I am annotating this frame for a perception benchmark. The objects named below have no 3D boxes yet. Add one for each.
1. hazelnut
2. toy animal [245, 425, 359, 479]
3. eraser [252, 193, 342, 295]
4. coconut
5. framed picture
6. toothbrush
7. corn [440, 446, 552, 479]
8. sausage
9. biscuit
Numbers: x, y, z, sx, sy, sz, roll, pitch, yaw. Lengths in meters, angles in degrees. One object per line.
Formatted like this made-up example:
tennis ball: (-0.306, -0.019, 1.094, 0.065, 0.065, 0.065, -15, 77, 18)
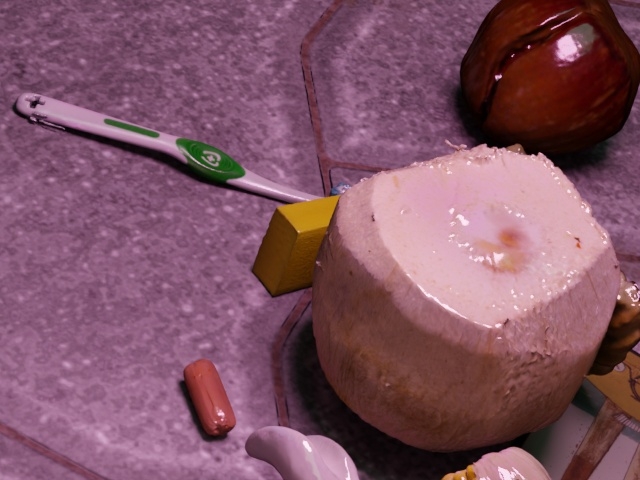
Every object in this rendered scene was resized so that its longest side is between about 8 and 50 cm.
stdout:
hazelnut: (0.272, -0.195, 2.317, 0.218, 0.218, 0.234, 20, 23, -4)
toy animal: (-0.011, 0.317, 1.661, 0.247, 0.183, 0.310, 29, 42, 6)
eraser: (0.000, 0.000, 2.052, 0.122, 0.097, 0.045, -14, 52, -34)
coconut: (0.132, 0.069, 1.923, 0.297, 0.254, 0.297, 8, 50, -9)
framed picture: (0.326, 0.238, 2.017, 0.244, 0.013, 0.324, 31, 42, 9)
toothbrush: (-0.133, -0.087, 2.135, 0.418, 0.040, 0.042, 16, 44, -1)
corn: (0.191, 0.335, 1.713, 0.122, 0.123, 0.305, 13, 57, -74)
sausage: (-0.108, 0.153, 1.897, 0.034, 0.034, 0.083, -4, 50, -27)
biscuit: (0.249, 0.044, 2.054, 0.036, 0.187, 0.273, -16, 43, -20)
